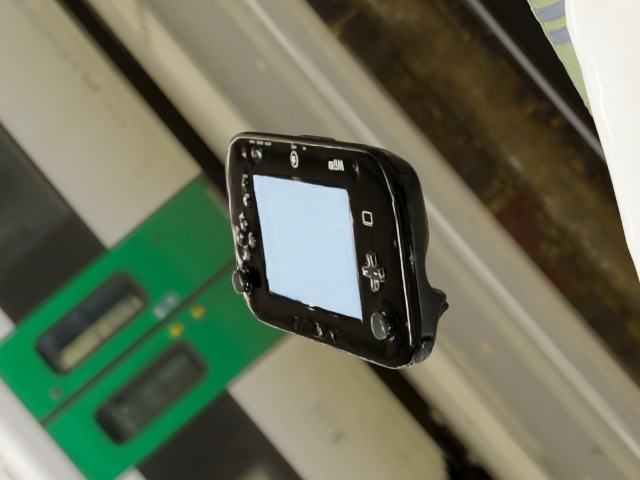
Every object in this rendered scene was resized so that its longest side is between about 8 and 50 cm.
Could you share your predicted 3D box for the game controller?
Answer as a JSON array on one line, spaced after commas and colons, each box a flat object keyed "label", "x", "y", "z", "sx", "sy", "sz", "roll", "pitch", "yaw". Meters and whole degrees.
[{"label": "game controller", "x": 0.000, "y": 0.000, "z": 1.404, "sx": 0.319, "sy": 0.067, "sz": 0.166, "roll": 12, "pitch": 120, "yaw": 64}]

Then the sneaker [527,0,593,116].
[{"label": "sneaker", "x": 0.142, "y": -0.150, "z": 0.993, "sx": 0.086, "sy": 0.064, "sz": 0.192, "roll": 32, "pitch": 154, "yaw": 36}]

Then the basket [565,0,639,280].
[{"label": "basket", "x": 0.275, "y": -0.113, "z": 0.682, "sx": 0.328, "sy": 0.266, "sz": 0.331, "roll": 145, "pitch": 113, "yaw": -72}]
